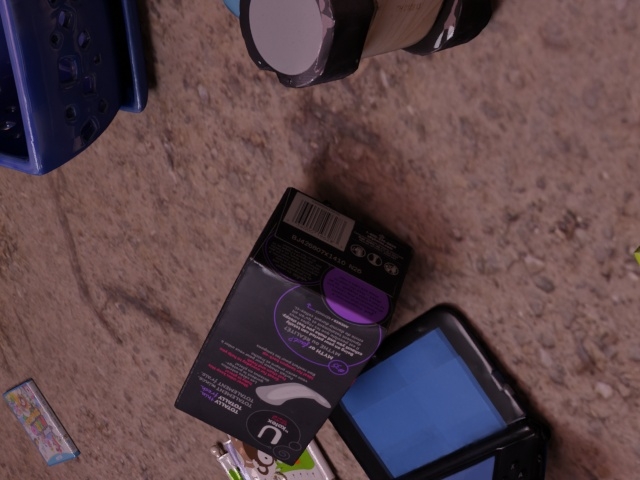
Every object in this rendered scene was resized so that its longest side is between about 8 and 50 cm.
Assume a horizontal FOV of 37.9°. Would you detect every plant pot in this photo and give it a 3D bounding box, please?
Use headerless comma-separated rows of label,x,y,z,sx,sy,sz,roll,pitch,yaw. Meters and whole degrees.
plant pot,-0.345,-0.237,1.104,0.236,0.212,0.236,17,125,32

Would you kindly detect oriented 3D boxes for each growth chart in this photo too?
growth chart,-0.073,0.320,1.351,0.172,0.021,0.237,54,135,2

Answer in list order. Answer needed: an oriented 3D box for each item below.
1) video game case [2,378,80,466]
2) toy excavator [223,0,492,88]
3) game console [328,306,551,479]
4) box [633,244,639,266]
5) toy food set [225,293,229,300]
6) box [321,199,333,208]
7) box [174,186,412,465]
video game case,-0.525,0.344,1.746,0.119,0.015,0.166,-27,97,45
toy excavator,-0.034,-0.407,0.766,0.445,0.222,0.433,41,134,25
game console,0.101,0.263,1.072,0.173,0.250,0.293,32,138,-15
box,0.364,0.070,0.819,0.109,0.042,0.178,-18,103,45
toy food set,-0.085,0.101,1.227,0.082,0.020,0.083,-10,108,43
box,0.000,0.000,1.097,0.067,0.018,0.083,52,136,2
box,-0.033,0.103,1.058,0.165,0.143,0.270,28,129,-3
